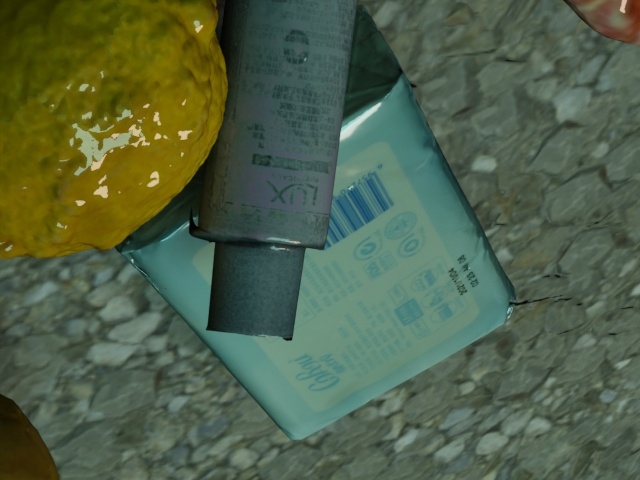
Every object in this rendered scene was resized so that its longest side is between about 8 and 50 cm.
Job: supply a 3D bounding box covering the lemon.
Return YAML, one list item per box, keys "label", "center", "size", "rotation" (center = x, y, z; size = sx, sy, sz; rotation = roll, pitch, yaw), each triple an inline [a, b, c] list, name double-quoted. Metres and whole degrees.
- label: "lemon"
  center: [-0.123, -0.062, 0.746]
  size: [0.187, 0.142, 0.142]
  rotation: [-37, 143, 13]

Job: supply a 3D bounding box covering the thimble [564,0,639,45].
- label: "thimble"
  center: [0.185, -0.214, 0.772]
  size: [0.239, 0.162, 0.239]
  rotation: [-19, 142, -15]

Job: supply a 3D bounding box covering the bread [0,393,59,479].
- label: "bread"
  center: [-0.321, 0.193, 0.899]
  size: [0.337, 0.148, 0.328]
  rotation: [-2, 130, -31]

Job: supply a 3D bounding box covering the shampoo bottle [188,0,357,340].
- label: "shampoo bottle"
  center: [-0.022, -0.059, 0.790]
  size: [0.072, 0.072, 0.214]
  rotation: [6, 92, -40]

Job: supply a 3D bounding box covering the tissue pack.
- label: "tissue pack"
  center: [0.000, 0.000, 0.951]
  size: [0.177, 0.089, 0.263]
  rotation: [-31, 146, 3]
